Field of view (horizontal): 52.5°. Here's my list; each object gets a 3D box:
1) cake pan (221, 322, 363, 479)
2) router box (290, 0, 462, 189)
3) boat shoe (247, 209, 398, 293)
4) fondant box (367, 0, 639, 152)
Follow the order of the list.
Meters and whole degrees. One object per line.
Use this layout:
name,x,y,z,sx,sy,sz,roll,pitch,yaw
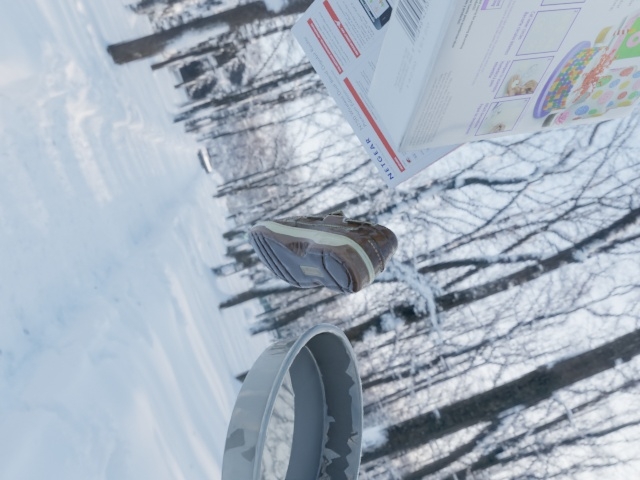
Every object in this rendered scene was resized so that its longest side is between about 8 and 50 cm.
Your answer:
cake pan,-0.024,0.239,0.735,0.293,0.054,0.293,1,90,-67
router box,0.137,-0.292,1.032,0.301,0.082,0.335,-31,-89,52
boat shoe,0.003,0.007,0.835,0.257,0.095,0.095,15,-44,54
fondant box,0.237,-0.226,0.678,0.238,0.331,0.096,106,-32,-53
